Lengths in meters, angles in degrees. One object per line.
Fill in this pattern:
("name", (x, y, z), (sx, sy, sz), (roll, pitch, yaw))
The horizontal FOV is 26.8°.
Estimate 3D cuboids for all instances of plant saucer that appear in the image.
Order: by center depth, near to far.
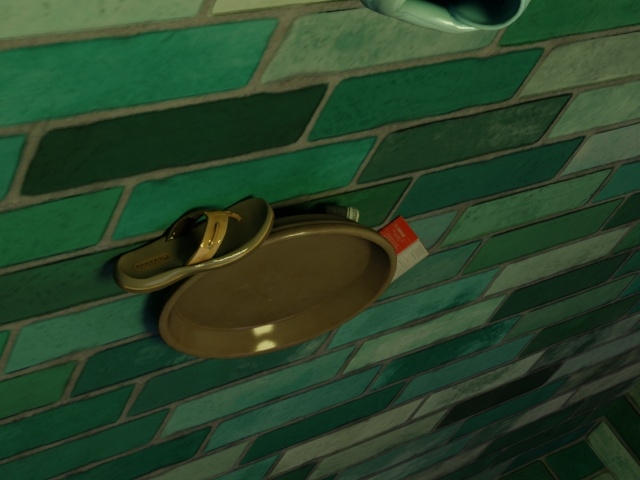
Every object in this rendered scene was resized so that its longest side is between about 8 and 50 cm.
("plant saucer", (-0.050, 0.051, 1.502), (0.278, 0.041, 0.278), (-16, 152, -9))

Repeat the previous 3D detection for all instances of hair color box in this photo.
("hair color box", (0.064, 0.035, 1.694), (0.141, 0.043, 0.072), (-38, 157, 2))

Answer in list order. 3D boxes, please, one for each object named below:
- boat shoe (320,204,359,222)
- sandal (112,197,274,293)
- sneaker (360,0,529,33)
("boat shoe", (0.000, 0.000, 1.549), (0.040, 0.049, 0.142), (15, 144, -16))
("sandal", (-0.126, -0.003, 1.353), (0.180, 0.072, 0.049), (-22, 132, -19))
("sneaker", (0.138, -0.231, 1.157), (0.366, 0.150, 0.135), (-11, 148, -44))
